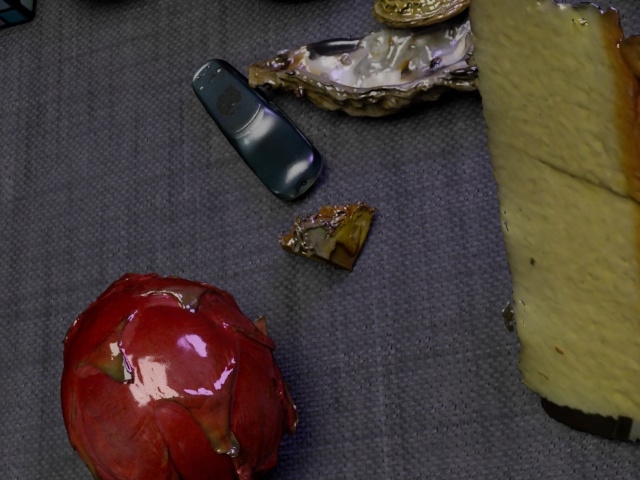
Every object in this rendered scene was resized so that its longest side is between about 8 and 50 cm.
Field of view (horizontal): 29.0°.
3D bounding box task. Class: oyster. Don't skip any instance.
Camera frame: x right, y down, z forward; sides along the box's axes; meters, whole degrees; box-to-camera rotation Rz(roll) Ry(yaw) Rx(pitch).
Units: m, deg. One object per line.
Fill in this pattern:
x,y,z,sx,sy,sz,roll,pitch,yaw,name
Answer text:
0.073,-0.192,1.356,0.345,0.079,0.129,-3,49,26,oyster

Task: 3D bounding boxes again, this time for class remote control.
-0.077,-0.132,1.414,0.072,0.042,0.222,-45,59,6,remote control

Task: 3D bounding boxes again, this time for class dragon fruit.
-0.147,0.153,1.239,0.241,0.241,0.252,-11,79,21,dragon fruit

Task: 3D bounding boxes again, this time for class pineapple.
0.000,0.000,1.303,0.114,0.114,0.077,-19,83,23,pineapple

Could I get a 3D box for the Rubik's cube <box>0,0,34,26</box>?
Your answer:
-0.494,-0.389,1.627,0.187,0.184,0.182,-8,68,21,Rubik's cube

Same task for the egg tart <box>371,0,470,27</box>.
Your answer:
0.112,-0.279,1.355,0.130,0.052,0.130,-15,36,12,egg tart

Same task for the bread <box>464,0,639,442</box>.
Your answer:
0.288,0.017,1.030,0.345,0.405,0.242,14,67,41,bread
